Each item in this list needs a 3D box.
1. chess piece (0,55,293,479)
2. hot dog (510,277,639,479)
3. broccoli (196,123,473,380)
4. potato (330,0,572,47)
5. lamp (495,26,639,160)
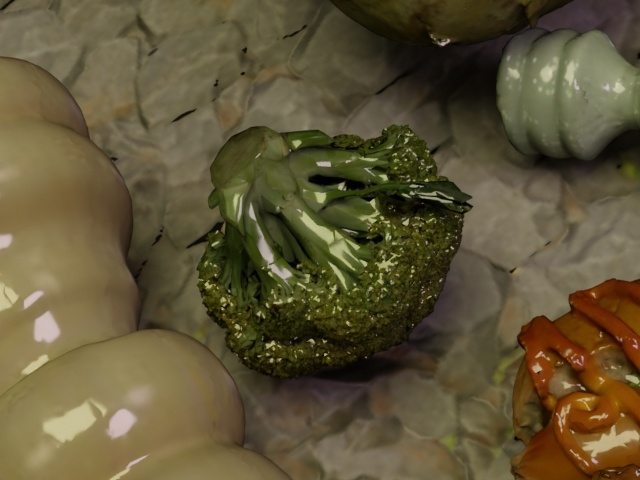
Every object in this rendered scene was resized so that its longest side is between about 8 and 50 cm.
[{"bbox_3d":[-0.107,0.076,0.785,0.167,0.167,0.300,-35,67,-6],"label":"chess piece"},{"bbox_3d":[0.245,0.048,0.724,0.349,0.117,0.158,-13,59,7],"label":"hot dog"},{"bbox_3d":[0.000,0.000,0.809,0.130,0.120,0.131,-43,27,6],"label":"broccoli"},{"bbox_3d":[0.052,-0.237,0.850,0.210,0.173,0.307,-28,75,-2],"label":"potato"},{"bbox_3d":[0.179,-0.062,0.817,0.193,0.106,0.106,7,64,29],"label":"lamp"}]
